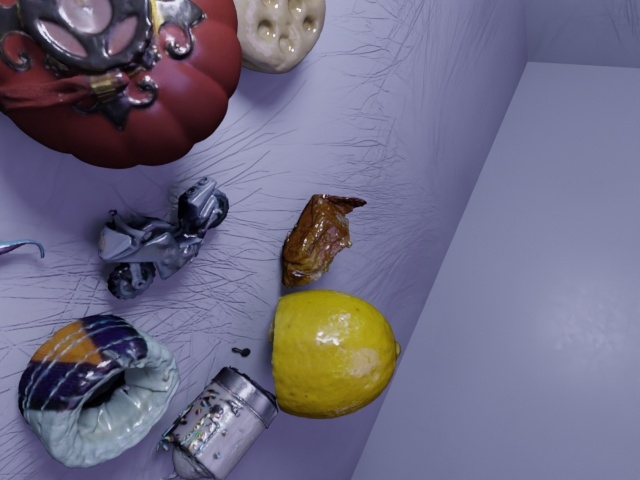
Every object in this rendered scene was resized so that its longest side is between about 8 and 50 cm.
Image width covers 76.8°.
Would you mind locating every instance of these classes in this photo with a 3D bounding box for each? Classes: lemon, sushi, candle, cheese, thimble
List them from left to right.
[{"bbox_3d":[-0.368,0.252,0.700,0.237,0.150,0.237,-34,134,-44],"label":"thimble"},{"bbox_3d":[-0.260,0.462,0.951,0.330,0.188,0.187,-46,141,-29],"label":"candle"},{"bbox_3d":[-0.093,-0.429,0.747,0.235,0.117,0.217,-38,135,-37],"label":"cheese"},{"bbox_3d":[-0.003,0.003,1.099,0.179,0.167,0.296,38,66,-36],"label":"sushi"},{"bbox_3d":[0.040,0.297,1.083,0.364,0.365,0.363,-32,132,-43],"label":"lemon"}]

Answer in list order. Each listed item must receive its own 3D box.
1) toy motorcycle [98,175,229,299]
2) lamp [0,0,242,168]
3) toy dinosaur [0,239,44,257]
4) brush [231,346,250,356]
[{"bbox_3d":[-0.280,-0.019,0.721,0.270,0.106,0.159,-48,148,-23],"label":"toy motorcycle"},{"bbox_3d":[-0.248,-0.239,0.490,0.304,0.257,0.302,-3,103,-16],"label":"lamp"},{"bbox_3d":[-0.463,-0.004,0.516,0.198,0.045,0.080,10,106,-49],"label":"toy dinosaur"},{"bbox_3d":[-0.211,0.296,1.082,0.024,0.008,0.083,-59,146,-9],"label":"brush"}]
